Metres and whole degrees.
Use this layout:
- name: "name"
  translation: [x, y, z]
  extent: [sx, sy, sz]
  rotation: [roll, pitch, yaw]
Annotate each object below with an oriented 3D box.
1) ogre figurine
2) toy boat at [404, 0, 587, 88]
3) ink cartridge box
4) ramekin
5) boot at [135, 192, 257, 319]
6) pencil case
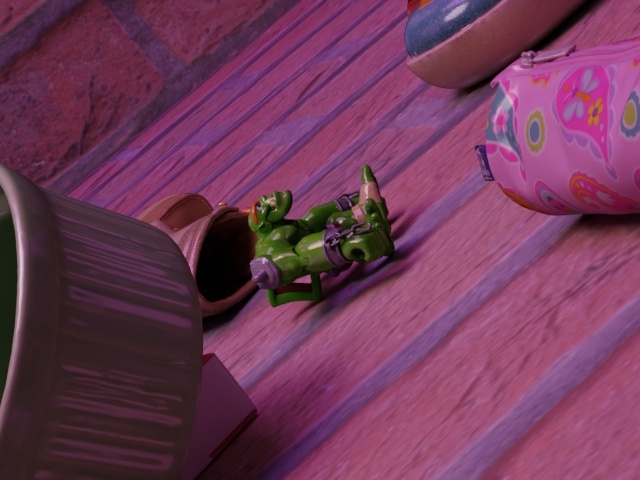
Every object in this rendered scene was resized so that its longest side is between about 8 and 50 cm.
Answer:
- name: "ogre figurine"
  translation: [0.000, 0.000, 1.658]
  extent: [0.118, 0.097, 0.197]
  rotation: [-19, 29, 5]
- name: "toy boat"
  translation: [0.156, -0.266, 2.045]
  extent: [0.267, 0.148, 0.318]
  rotation: [-42, 13, -17]
- name: "ink cartridge box"
  translation: [-0.134, 0.152, 1.532]
  extent: [0.109, 0.063, 0.150]
  rotation: [-46, 14, -30]
- name: "ramekin"
  translation: [-0.207, 0.106, 1.410]
  extent: [0.303, 0.148, 0.303]
  rotation: [-34, 49, 51]
- name: "boot"
  translation: [-0.124, 0.013, 1.952]
  extent: [0.203, 0.095, 0.262]
  rotation: [-29, 16, 39]
- name: "pencil case"
  translation: [0.204, -0.079, 1.264]
  extent: [0.124, 0.124, 0.284]
  rotation: [-41, 13, -15]
